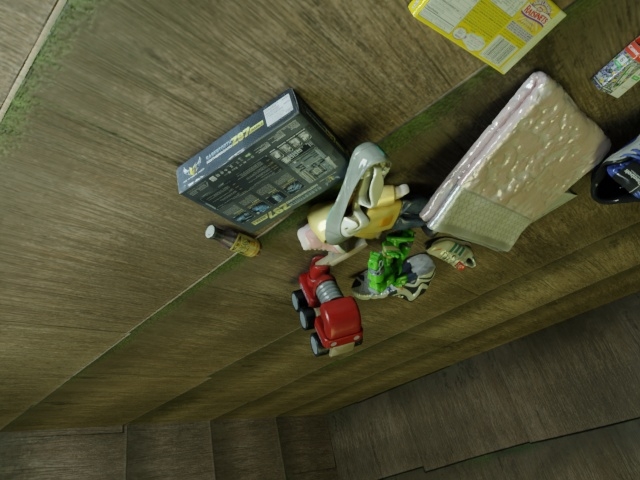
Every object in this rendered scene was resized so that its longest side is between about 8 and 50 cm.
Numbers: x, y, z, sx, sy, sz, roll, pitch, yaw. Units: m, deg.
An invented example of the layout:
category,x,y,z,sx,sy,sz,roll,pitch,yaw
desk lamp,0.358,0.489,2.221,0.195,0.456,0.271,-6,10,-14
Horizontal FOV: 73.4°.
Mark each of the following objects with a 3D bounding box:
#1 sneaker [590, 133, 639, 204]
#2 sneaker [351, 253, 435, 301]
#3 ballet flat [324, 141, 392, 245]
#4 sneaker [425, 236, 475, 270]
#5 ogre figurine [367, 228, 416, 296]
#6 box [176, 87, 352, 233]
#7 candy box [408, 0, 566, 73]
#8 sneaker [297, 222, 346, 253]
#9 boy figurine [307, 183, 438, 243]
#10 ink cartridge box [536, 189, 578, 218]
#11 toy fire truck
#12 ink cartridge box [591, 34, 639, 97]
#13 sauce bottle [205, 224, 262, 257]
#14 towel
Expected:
category,x,y,z,sx,sy,sz,roll,pitch,yaw
sneaker,0.652,-0.161,0.817,0.182,0.127,0.315,-33,166,-40
sneaker,0.210,0.133,1.210,0.235,0.094,0.153,-25,141,-3
ballet flat,0.060,-0.059,0.717,0.072,0.068,0.213,-13,136,-34
sneaker,0.352,0.039,1.136,0.162,0.075,0.057,6,144,-33
ogre figurine,0.157,0.050,0.977,0.097,0.197,0.118,13,119,8
box,-0.083,-0.114,0.701,0.233,0.059,0.183,-29,147,21
candy box,0.221,-0.299,0.560,0.206,0.027,0.105,9,140,-36
sneaker,0.000,0.000,0.941,0.070,0.050,0.134,-26,145,21
boy figurine,0.117,-0.053,0.866,0.286,0.092,0.177,-5,151,-23
ink cartridge box,0.542,-0.089,1.062,0.179,0.045,0.145,-7,154,-50
toy fire truck,0.040,0.117,1.017,0.159,0.217,0.246,-11,134,-19
ink cartridge box,0.515,-0.292,0.700,0.063,0.029,0.115,5,145,-30
sauce bottle,-0.175,0.002,0.871,0.042,0.042,0.128,-32,147,27
towel,0.387,-0.119,0.834,0.332,0.053,0.316,13,123,-42
